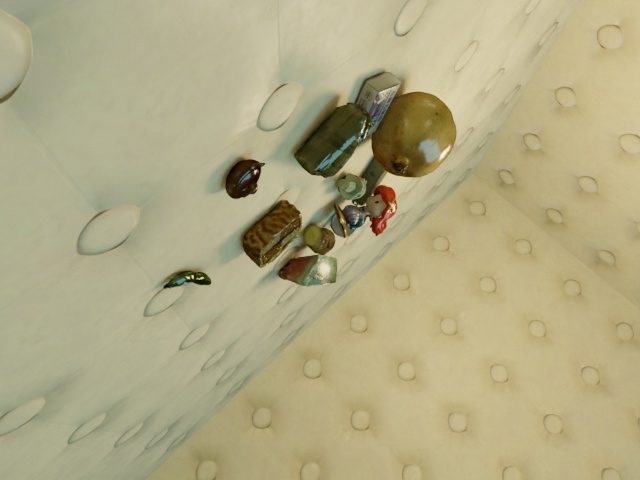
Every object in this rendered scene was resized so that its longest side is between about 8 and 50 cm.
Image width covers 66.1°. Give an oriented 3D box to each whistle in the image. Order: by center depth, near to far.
[{"bbox_3d":[0.123,-0.209,1.935,0.102,0.106,0.253,-66,168,11],"label":"whistle"}]

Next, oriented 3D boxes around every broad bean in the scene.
[{"bbox_3d":[-0.394,0.117,1.503,0.061,0.046,0.195,-40,163,23],"label":"broad bean"}]

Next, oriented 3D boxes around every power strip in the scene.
[{"bbox_3d":[0.216,-0.257,2.101,0.052,0.078,0.272,-30,158,-49],"label":"power strip"}]

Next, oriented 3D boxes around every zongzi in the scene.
[{"bbox_3d":[0.068,-0.300,1.521,0.251,0.125,0.274,-43,168,15],"label":"zongzi"}]

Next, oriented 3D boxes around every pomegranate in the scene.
[{"bbox_3d":[0.319,-0.358,1.727,0.319,0.319,0.319,-42,164,-15],"label":"pomegranate"}]

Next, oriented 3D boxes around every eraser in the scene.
[{"bbox_3d":[0.162,-0.422,1.564,0.124,0.068,0.210,-35,162,-37],"label":"eraser"}]

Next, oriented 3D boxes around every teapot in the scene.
[{"bbox_3d":[-0.191,-0.158,1.280,0.129,0.078,0.098,-52,164,20],"label":"teapot"}]

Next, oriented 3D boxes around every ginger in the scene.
[{"bbox_3d":[0.000,0.000,2.127,0.116,0.109,0.263,-46,164,6],"label":"ginger"}]

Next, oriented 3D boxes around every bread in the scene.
[{"bbox_3d":[-0.160,-0.021,1.677,0.222,0.096,0.181,-44,165,-17],"label":"bread"}]

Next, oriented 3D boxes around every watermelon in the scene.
[{"bbox_3d":[-0.078,0.132,2.198,0.193,0.256,0.140,7,85,-48],"label":"watermelon"}]

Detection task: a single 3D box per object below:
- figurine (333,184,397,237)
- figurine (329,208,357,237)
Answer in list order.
[{"bbox_3d":[0.200,-0.112,2.078,0.257,0.208,0.181,-16,-172,-1],"label":"figurine"},{"bbox_3d":[0.116,-0.083,2.251,0.132,0.132,0.153,-49,177,11],"label":"figurine"}]
